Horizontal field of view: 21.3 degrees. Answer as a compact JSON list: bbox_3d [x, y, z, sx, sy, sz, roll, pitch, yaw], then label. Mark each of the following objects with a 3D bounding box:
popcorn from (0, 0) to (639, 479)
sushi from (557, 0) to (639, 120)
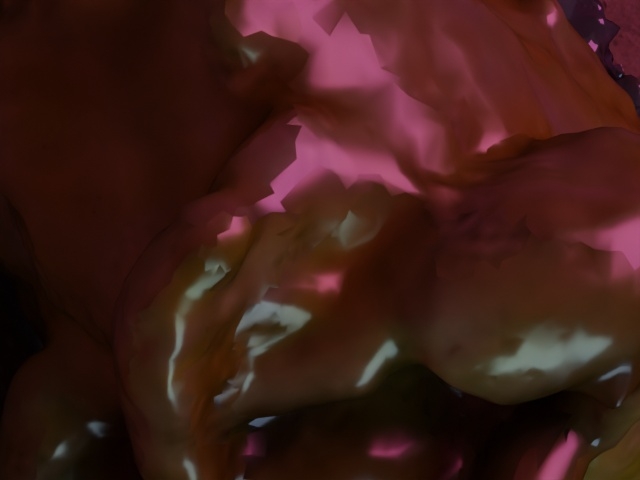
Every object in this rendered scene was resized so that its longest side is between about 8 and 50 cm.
[{"bbox_3d":[0.000,0.000,0.475,0.256,0.195,0.255,59,5,-23],"label":"popcorn"},{"bbox_3d":[0.154,-0.018,1.053,0.417,0.176,0.417,57,16,-26],"label":"sushi"}]
